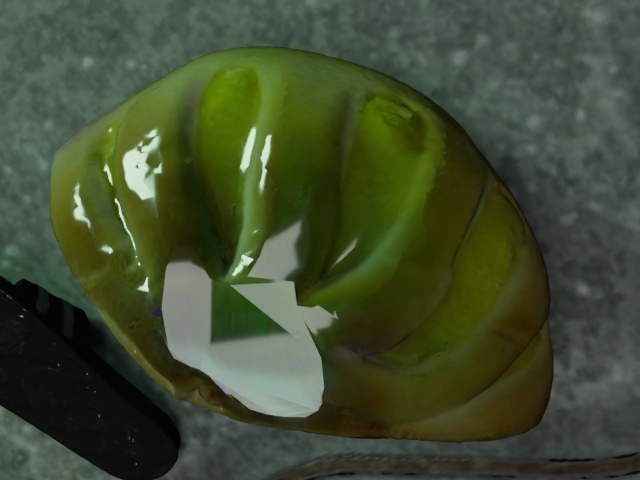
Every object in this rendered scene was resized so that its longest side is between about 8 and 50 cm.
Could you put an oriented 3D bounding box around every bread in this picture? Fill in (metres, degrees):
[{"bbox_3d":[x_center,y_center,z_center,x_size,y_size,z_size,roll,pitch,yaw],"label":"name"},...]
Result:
[{"bbox_3d":[-0.010,-0.010,0.473,0.261,0.158,0.156,10,102,7],"label":"bread"}]

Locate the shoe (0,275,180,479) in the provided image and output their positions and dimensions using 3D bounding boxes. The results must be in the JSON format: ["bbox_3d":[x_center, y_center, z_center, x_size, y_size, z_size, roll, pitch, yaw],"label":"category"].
[{"bbox_3d":[-0.153,0.071,0.583,0.071,0.049,0.179,-37,113,23],"label":"shoe"}]
